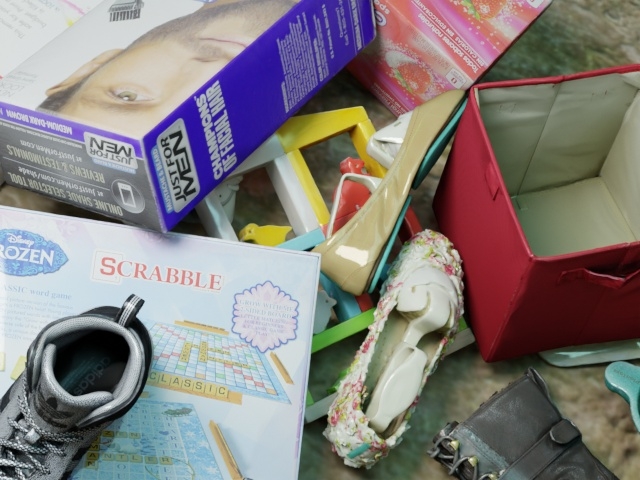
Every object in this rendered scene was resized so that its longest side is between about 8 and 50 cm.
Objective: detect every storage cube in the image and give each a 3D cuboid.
[{"bbox_3d":[0.226,-0.021,1.543,0.184,0.193,0.215,-8,60,-14],"label":"storage cube"}]

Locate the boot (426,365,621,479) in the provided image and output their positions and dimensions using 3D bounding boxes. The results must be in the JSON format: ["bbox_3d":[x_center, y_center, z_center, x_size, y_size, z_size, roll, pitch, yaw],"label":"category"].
[{"bbox_3d":[0.183,0.252,1.480,0.229,0.091,0.263,41,49,11],"label":"boot"}]

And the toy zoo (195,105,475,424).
[{"bbox_3d":[0.000,0.000,1.557,0.192,0.030,0.293,-23,86,-25],"label":"toy zoo"}]

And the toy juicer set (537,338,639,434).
[{"bbox_3d":[0.376,0.148,1.540,0.209,0.089,0.329,-22,50,-24],"label":"toy juicer set"}]

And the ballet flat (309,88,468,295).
[{"bbox_3d":[0.062,-0.059,1.540,0.073,0.080,0.232,27,65,3],"label":"ballet flat"}]

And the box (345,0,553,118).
[{"bbox_3d":[0.058,-0.270,1.673,0.300,0.154,0.142,44,65,-1],"label":"box"}]

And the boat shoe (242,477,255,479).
[{"bbox_3d":[-0.068,0.282,1.337,0.083,0.065,0.183,27,69,5],"label":"boat shoe"}]

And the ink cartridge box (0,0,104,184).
[{"bbox_3d":[-0.319,-0.195,1.582,0.207,0.119,0.353,34,58,8],"label":"ink cartridge box"}]

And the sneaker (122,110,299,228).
[{"bbox_3d":[-0.103,-0.069,1.597,0.232,0.090,0.115,-32,84,-23],"label":"sneaker"}]

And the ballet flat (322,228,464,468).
[{"bbox_3d":[0.082,0.094,1.505,0.091,0.077,0.241,29,68,-16],"label":"ballet flat"}]

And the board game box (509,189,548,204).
[{"bbox_3d":[0.228,-0.074,1.709,0.186,0.026,0.126,19,58,-3],"label":"board game box"}]

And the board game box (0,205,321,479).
[{"bbox_3d":[-0.172,0.145,1.415,0.319,0.066,0.318,10,73,-9],"label":"board game box"}]

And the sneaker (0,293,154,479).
[{"bbox_3d":[-0.219,0.149,1.287,0.101,0.153,0.268,35,71,0],"label":"sneaker"}]

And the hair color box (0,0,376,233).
[{"bbox_3d":[-0.119,-0.159,1.519,0.185,0.110,0.339,16,46,31],"label":"hair color box"}]
